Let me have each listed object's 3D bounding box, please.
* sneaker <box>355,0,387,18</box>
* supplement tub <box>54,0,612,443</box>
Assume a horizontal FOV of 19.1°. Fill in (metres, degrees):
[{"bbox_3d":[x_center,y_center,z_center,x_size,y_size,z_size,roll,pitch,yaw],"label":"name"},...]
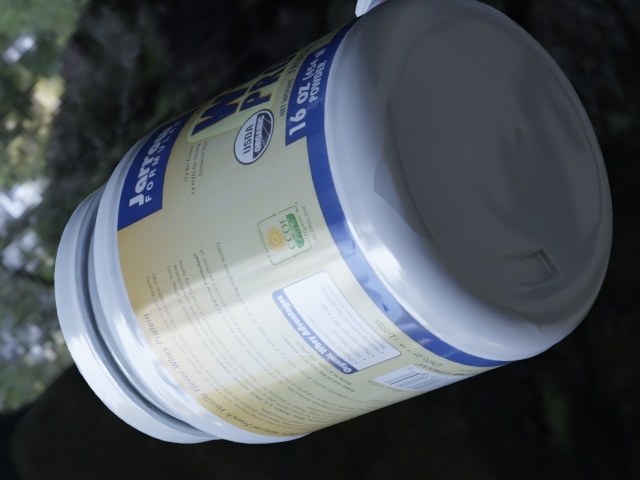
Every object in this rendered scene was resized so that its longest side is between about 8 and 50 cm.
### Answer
[{"bbox_3d":[0.064,-0.112,1.674,0.111,0.103,0.252,-93,2,-84],"label":"sneaker"},{"bbox_3d":[0.000,0.000,1.207,0.228,0.316,0.228,21,-122,-38],"label":"supplement tub"}]
